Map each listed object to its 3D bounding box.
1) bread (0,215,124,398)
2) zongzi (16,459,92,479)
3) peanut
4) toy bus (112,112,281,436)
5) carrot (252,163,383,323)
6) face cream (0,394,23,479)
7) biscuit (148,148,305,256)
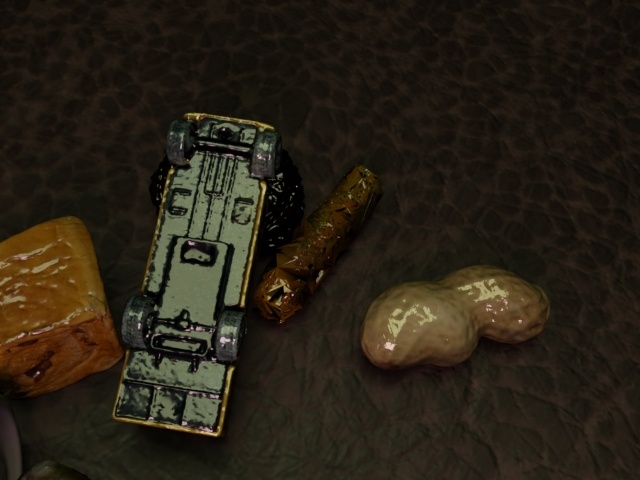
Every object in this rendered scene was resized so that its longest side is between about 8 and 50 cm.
[{"bbox_3d":[-0.301,0.073,0.835,0.158,0.149,0.143,-22,63,-23],"label":"bread"},{"bbox_3d":[-0.104,0.388,0.533,0.403,0.207,0.432,16,26,0],"label":"zongzi"},{"bbox_3d":[0.151,0.084,0.880,0.228,0.085,0.104,-15,69,-13],"label":"peanut"},{"bbox_3d":[-0.123,0.034,0.838,0.121,0.123,0.335,8,72,4],"label":"toy bus"},{"bbox_3d":[0.001,0.001,0.935,0.069,0.069,0.228,29,59,15],"label":"carrot"},{"bbox_3d":[-0.364,0.229,0.708,0.153,0.177,0.177,-4,58,-6],"label":"face cream"},{"bbox_3d":[-0.112,-0.059,0.974,0.195,0.053,0.194,1,58,-2],"label":"biscuit"}]
